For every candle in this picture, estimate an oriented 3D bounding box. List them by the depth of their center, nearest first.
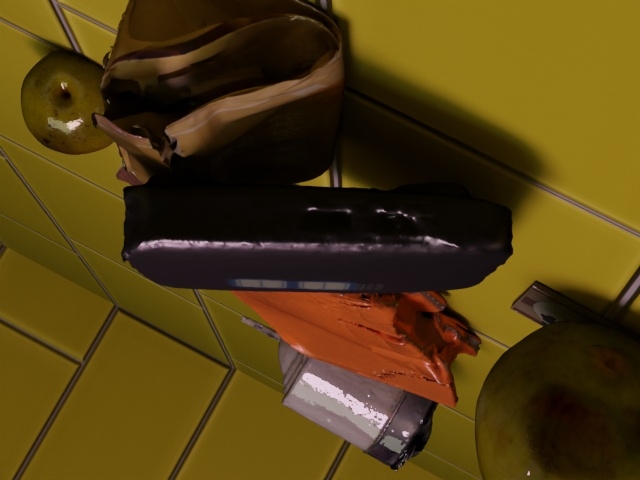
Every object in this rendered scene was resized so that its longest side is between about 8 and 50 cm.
[{"bbox_3d":[0.026,0.193,2.221,0.330,0.187,0.187,30,168,1],"label":"candle"}]

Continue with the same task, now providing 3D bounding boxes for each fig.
[{"bbox_3d":[0.275,0.225,1.583,0.239,0.239,0.271,26,126,15],"label":"fig"}]

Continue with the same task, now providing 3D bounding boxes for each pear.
[{"bbox_3d":[-0.290,-0.152,1.741,0.141,0.104,0.141,28,172,4],"label":"pear"}]

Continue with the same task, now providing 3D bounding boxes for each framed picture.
[{"bbox_3d":[0.313,0.109,1.649,0.201,0.010,0.136,28,168,3],"label":"framed picture"}]

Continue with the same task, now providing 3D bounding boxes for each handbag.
[{"bbox_3d":[0.017,0.061,1.891,0.303,0.116,0.410,18,164,31],"label":"handbag"}]

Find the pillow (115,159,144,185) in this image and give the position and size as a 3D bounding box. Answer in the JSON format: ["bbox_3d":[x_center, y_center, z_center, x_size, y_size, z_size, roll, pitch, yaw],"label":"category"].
[{"bbox_3d":[-0.207,-0.081,1.969,0.126,0.043,0.232,30,168,-6],"label":"pillow"}]

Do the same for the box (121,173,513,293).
[{"bbox_3d":[0.000,0.000,1.401,0.350,0.091,0.359,1,175,2],"label":"box"}]

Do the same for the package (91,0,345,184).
[{"bbox_3d":[-0.105,-0.116,1.326,0.221,0.165,0.311,28,168,4],"label":"package"}]
